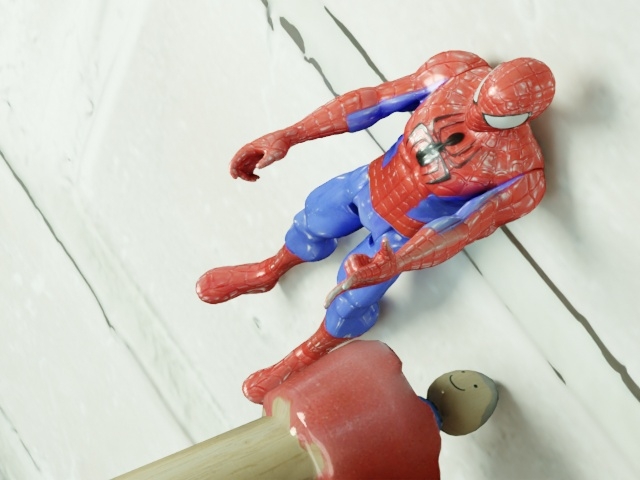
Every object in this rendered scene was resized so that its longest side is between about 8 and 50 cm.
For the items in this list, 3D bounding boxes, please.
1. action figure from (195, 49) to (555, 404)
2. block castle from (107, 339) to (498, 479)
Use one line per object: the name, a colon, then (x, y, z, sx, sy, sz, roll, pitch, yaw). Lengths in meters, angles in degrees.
action figure: (0.000, 0.000, 0.890, 0.280, 0.139, 0.091, -42, 71, 50)
block castle: (0.079, 0.282, 0.845, 0.453, 0.213, 0.303, 52, 153, 36)
